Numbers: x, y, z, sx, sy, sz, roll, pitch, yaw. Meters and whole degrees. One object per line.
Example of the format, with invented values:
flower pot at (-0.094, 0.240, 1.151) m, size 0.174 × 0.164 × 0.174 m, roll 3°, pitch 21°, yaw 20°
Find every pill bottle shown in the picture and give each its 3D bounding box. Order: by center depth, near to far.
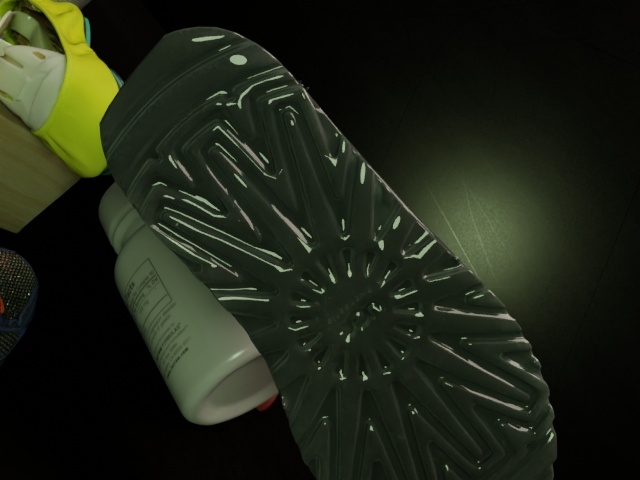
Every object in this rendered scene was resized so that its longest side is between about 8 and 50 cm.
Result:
pill bottle at (-0.115, 0.041, 0.639) m, size 0.229 × 0.131 × 0.131 m, roll 54°, pitch 7°, yaw 26°

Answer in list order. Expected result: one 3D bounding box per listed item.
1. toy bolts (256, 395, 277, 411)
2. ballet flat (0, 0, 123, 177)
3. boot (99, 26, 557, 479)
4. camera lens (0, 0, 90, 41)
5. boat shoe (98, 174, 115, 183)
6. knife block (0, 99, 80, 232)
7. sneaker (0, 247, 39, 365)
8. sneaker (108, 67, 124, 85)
toy bolts at (-0.055, 0.061, 0.815) m, size 0.218 × 0.158 × 0.228 m, roll 49°, pitch 7°, yaw -19°
ballet flat at (-0.201, -0.122, 0.502) m, size 0.077 × 0.077 × 0.231 m, roll 19°, pitch 26°, yaw -38°
boot at (-0.001, -0.002, 0.586) m, size 0.367 × 0.146 × 0.445 m, roll 58°, pitch 0°, yaw -13°
camera lens at (-0.296, -0.292, 0.609) m, size 0.219 × 0.274 × 0.219 m, roll 50°, pitch 7°, yaw -8°
boat shoe at (-0.178, -0.094, 0.769) m, size 0.302 × 0.098 × 0.109 m, roll 28°, pitch -14°, yaw -36°
knife block at (-0.289, -0.098, 0.418) m, size 0.275 × 0.088 × 0.242 m, roll 49°, pitch 7°, yaw -19°
sneaker at (-0.193, 0.035, 0.337) m, size 0.083 × 0.087 × 0.221 m, roll 51°, pitch 7°, yaw -5°
sneaker at (-0.245, -0.129, 0.885) m, size 0.226 × 0.086 × 0.163 m, roll 45°, pitch 11°, yaw -33°
